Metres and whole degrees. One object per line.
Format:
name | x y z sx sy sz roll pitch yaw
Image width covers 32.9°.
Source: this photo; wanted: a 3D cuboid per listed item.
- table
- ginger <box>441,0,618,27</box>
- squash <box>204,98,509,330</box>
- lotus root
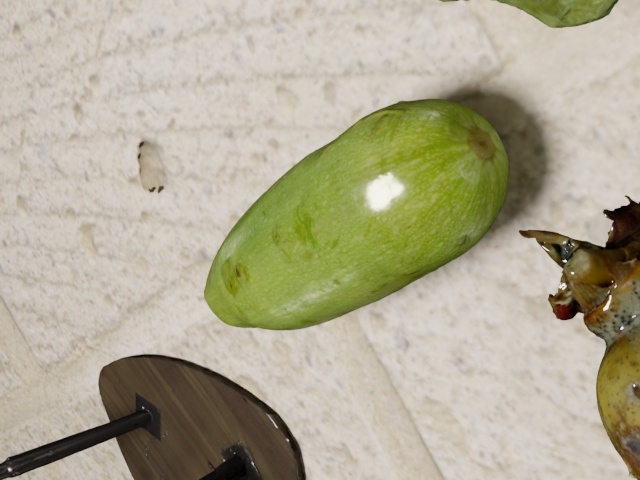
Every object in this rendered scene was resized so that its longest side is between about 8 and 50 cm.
table | -0.193 0.275 1.023 0.317 0.249 0.317 23 126 37
ginger | 0.087 -0.252 0.570 0.137 0.089 0.290 -9 89 8
squash | -0.005 0.003 0.790 0.370 0.118 0.118 -30 87 51
lotus root | 0.223 0.082 0.572 0.278 0.154 0.154 43 135 19
